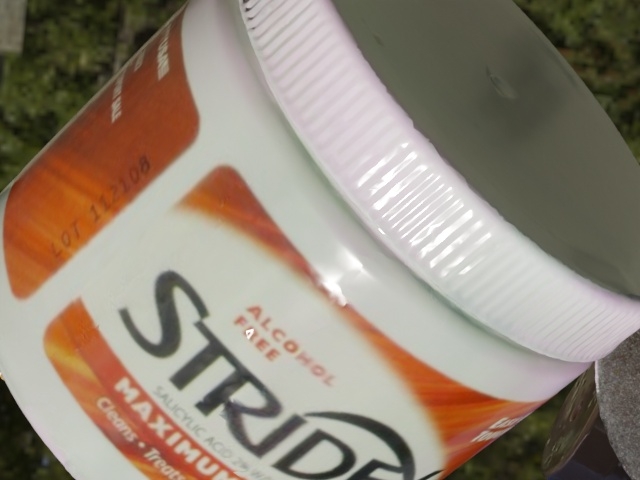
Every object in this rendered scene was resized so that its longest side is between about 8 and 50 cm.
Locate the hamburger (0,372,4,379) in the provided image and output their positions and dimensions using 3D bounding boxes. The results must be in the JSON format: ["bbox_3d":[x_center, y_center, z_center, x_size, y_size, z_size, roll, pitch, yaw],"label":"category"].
[{"bbox_3d":[-0.153,0.055,1.101,0.137,0.166,0.087,43,-160,-32],"label":"hamburger"}]

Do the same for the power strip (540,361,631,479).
[{"bbox_3d":[0.286,0.190,1.579,0.078,0.154,0.154,28,-169,-3],"label":"power strip"}]

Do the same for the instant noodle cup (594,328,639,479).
[{"bbox_3d":[0.293,0.086,0.969,0.217,0.217,0.207,13,175,24],"label":"instant noodle cup"}]

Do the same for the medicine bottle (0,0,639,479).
[{"bbox_3d":[0.000,0.000,0.764,0.252,0.241,0.252,37,-153,-22],"label":"medicine bottle"}]
